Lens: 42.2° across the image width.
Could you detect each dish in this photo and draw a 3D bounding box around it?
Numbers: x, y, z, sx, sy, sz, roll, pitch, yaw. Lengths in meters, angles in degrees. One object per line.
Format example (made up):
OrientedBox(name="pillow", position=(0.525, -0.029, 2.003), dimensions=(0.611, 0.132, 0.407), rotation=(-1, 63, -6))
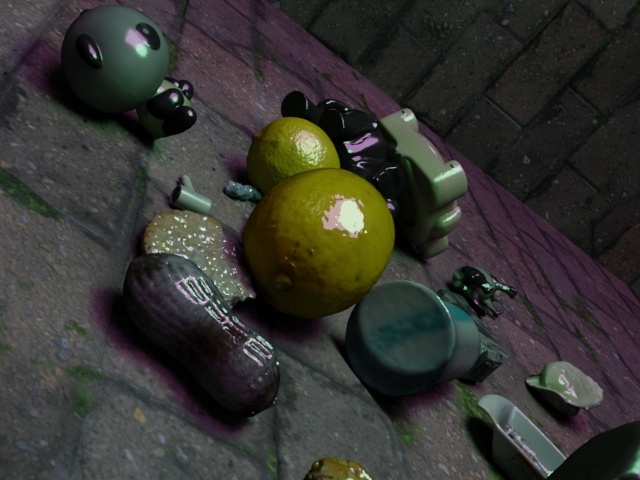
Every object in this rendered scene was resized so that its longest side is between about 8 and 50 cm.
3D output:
OrientedBox(name="dish", position=(0.356, 0.376, 1.463), dimensions=(0.234, 0.064, 0.154), rotation=(48, 20, 12))

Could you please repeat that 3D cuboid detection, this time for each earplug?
OrientedBox(name="earplug", position=(0.193, 0.180, 1.441), dimensions=(0.185, 0.185, 0.324), rotation=(52, 15, 25))

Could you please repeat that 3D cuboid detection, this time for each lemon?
OrientedBox(name="lemon", position=(-0.049, -0.144, 1.615), dimensions=(0.203, 0.178, 0.178), rotation=(38, 20, -18))
OrientedBox(name="lemon", position=(-0.003, 0.002, 1.311), dimensions=(0.263, 0.236, 0.236), rotation=(-5, 50, -52))

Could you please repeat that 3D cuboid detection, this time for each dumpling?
OrientedBox(name="dumpling", position=(0.554, 0.341, 1.865), dimensions=(0.176, 0.092, 0.150), rotation=(34, 19, -19))

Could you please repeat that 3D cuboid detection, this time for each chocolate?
OrientedBox(name="chocolate", position=(-0.144, 0.112, 1.009), dimensions=(0.248, 0.110, 0.110), rotation=(42, 20, 3))

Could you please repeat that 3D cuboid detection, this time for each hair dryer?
OrientedBox(name="hair dryer", position=(-0.223, -0.085, 1.378), dimensions=(0.063, 0.038, 0.124), rotation=(29, 18, -33))

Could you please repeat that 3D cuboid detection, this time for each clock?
OrientedBox(name="clock", position=(0.226, -0.125, 1.969), dimensions=(0.284, 0.114, 0.309), rotation=(54, -18, 34))

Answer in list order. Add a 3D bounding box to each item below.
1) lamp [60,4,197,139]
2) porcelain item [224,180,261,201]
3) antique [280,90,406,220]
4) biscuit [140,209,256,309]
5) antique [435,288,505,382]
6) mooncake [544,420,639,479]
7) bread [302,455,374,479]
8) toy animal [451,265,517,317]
OrientedBox(name="lamp", position=(-0.320, -0.283, 1.401), dimensions=(0.244, 0.198, 0.197), rotation=(41, 18, -31))
OrientedBox(name="porcelain item", position=(-0.145, -0.090, 1.541), dimensions=(0.036, 0.028, 0.083), rotation=(35, 14, 34))
OrientedBox(name="antique", position=(0.057, -0.163, 1.802), dimensions=(0.255, 0.185, 0.322), rotation=(18, 60, -58))
OrientedBox(name="biscuit", position=(-0.176, 0.033, 1.210), dimensions=(0.188, 0.040, 0.265), rotation=(39, 21, -8))
OrientedBox(name="antique", position=(0.282, 0.196, 1.666), dimensions=(0.088, 0.086, 0.183), rotation=(20, 30, -45))
OrientedBox(name="mooncake", position=(0.414, 0.400, 1.212), dimensions=(0.141, 0.283, 0.283), rotation=(46, 20, 11))
OrientedBox(name="bread", position=(0.075, 0.360, 0.935), dimensions=(0.269, 0.087, 0.098), rotation=(49, 22, 17))
OrientedBox(name="toy animal", position=(0.400, 0.122, 2.048), dimensions=(0.121, 0.094, 0.225), rotation=(44, 19, 32))
